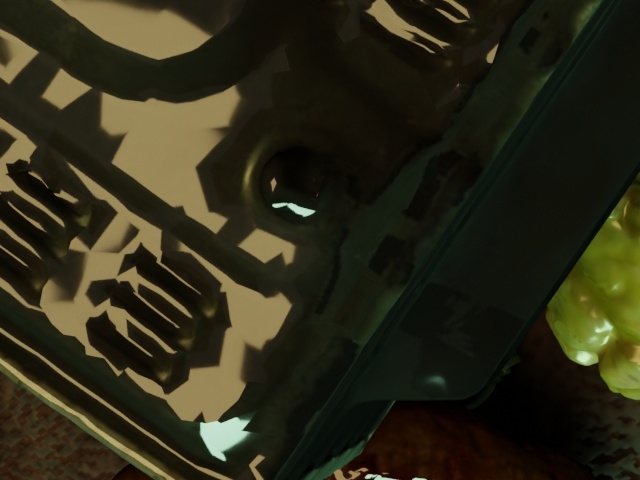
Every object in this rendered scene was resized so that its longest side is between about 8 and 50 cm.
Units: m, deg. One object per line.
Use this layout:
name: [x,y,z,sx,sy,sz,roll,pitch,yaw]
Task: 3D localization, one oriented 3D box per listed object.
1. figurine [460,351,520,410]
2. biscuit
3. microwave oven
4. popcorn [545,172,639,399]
figurine: [0.000,0.000,0.615,0.126,0.147,0.192,44,99,25]
biscuit: [0.011,0.116,0.635,0.192,0.049,0.192,0,142,0]
microwave oven: [-0.004,-0.149,0.446,0.286,0.218,0.355,36,92,8]
popcorn: [0.125,-0.007,0.575,0.116,0.106,0.120,16,118,4]
